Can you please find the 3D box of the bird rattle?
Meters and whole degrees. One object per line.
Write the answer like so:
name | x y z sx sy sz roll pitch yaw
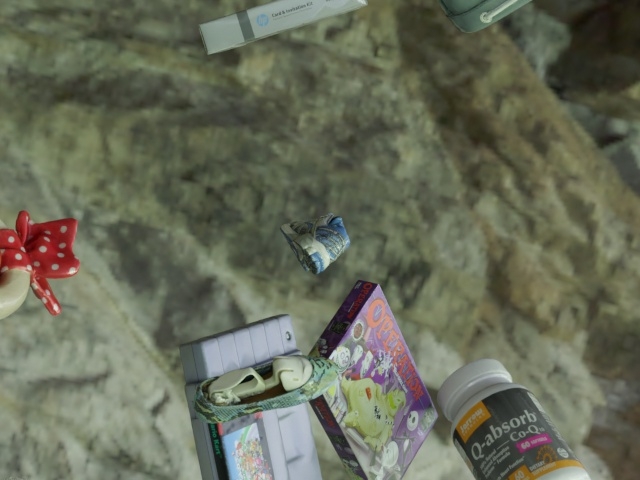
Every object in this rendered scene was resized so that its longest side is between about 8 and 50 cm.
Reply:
bird rattle | -0.377 0.010 1.387 0.253 0.143 0.207 52 -158 -25

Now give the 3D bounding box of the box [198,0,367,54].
box | -0.039 -0.260 1.491 0.186 0.038 0.145 -16 -171 6

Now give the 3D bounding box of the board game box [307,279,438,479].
board game box | 0.084 0.257 2.125 0.056 0.347 0.208 6 -131 33

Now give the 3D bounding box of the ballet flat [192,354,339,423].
ballet flat | -0.067 0.176 1.603 0.188 0.070 0.070 -19 -161 -10

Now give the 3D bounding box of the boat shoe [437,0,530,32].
boat shoe | 0.244 -0.288 1.166 0.319 0.099 0.116 -24 -153 7

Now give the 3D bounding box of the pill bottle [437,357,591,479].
pill bottle | 0.314 0.339 2.150 0.162 0.162 0.278 6 -143 -37

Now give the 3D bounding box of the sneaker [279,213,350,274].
sneaker | 0.000 0.000 1.327 0.058 0.052 0.135 -32 -164 -7

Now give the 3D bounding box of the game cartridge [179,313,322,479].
game cartridge | -0.086 0.299 1.862 0.068 0.355 0.230 -10 -178 30

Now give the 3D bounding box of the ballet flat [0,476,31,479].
ballet flat | -0.229 0.211 0.963 0.074 0.074 0.203 14 168 1
